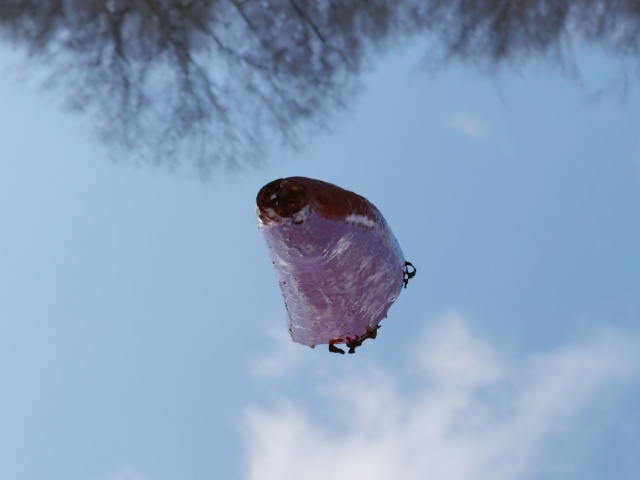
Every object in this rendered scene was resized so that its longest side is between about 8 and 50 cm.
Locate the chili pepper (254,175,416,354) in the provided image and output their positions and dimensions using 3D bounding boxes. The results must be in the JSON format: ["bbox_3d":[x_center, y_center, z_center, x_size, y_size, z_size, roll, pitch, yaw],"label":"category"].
[{"bbox_3d":[-0.004,0.002,0.837,0.065,0.169,0.088,28,-100,22],"label":"chili pepper"}]
